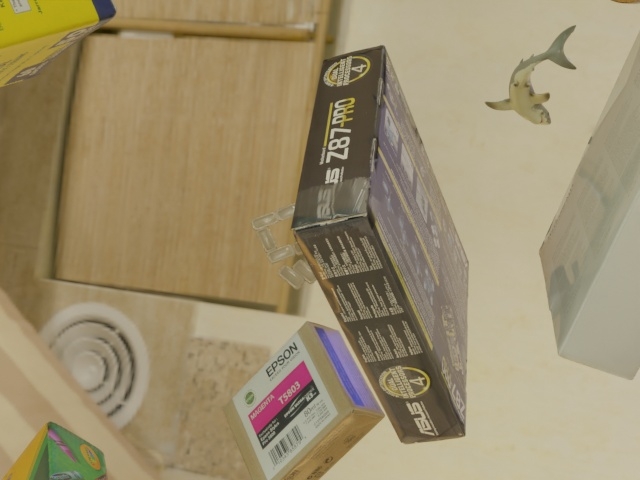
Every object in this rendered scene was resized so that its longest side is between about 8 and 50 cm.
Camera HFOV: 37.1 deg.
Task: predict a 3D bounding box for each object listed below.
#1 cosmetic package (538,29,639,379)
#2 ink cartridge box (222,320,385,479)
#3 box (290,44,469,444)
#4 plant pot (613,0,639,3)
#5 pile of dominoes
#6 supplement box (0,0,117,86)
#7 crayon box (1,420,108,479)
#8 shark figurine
[{"bbox_3d":[0.370,-0.075,1.083,0.284,0.097,0.377,-77,-175,-65],"label":"cosmetic package"},{"bbox_3d":[-0.033,0.281,1.564,0.088,0.193,0.234,23,117,-45],"label":"ink cartridge box"},{"bbox_3d":[0.094,0.009,1.182,0.318,0.097,0.395,-83,154,-46],"label":"box"},{"bbox_3d":[0.612,-0.552,1.896,0.109,0.237,0.237,-57,152,-26],"label":"plant pot"},{"bbox_3d":[0.000,0.000,2.067,0.040,0.251,0.196,92,-25,-63],"label":"pile of dominoes"},{"bbox_3d":[-0.422,-0.235,0.937,0.356,0.194,0.195,-30,99,-43],"label":"supplement box"},{"bbox_3d":[-0.328,0.343,0.977,0.278,0.081,0.165,-53,-159,1],"label":"crayon box"},{"bbox_3d":[0.470,-0.378,2.149,0.278,0.166,0.116,94,7,-60],"label":"shark figurine"}]
